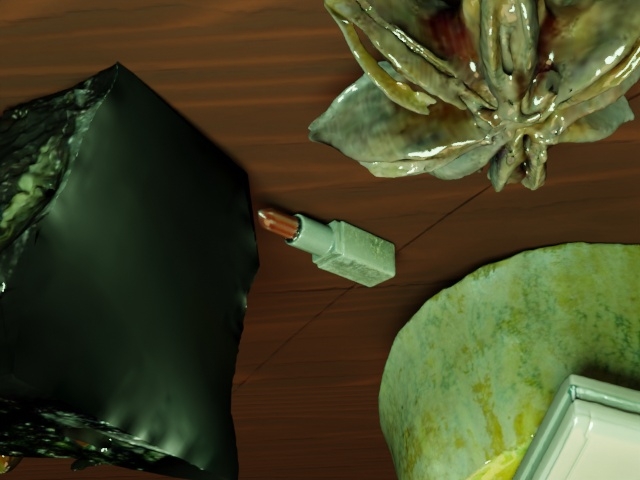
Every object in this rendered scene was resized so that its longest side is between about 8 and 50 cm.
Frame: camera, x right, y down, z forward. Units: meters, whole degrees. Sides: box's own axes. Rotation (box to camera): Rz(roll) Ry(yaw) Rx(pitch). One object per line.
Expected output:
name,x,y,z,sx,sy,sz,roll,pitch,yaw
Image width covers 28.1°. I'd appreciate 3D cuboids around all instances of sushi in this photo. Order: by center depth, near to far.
sushi,-0.181,0.030,0.804,0.212,0.227,0.215,-14,149,24

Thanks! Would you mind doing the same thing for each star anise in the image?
star anise,0.097,-0.093,0.726,0.229,0.093,0.236,-14,154,15

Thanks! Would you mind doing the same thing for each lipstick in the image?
lipstick,0.000,0.000,0.958,0.129,0.030,0.030,23,145,-37

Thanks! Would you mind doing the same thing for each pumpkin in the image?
pumpkin,0.223,0.179,1.021,0.332,0.199,0.332,-3,127,-5

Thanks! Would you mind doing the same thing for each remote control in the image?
remote control,0.174,0.218,0.915,0.103,0.055,0.277,15,124,-6
